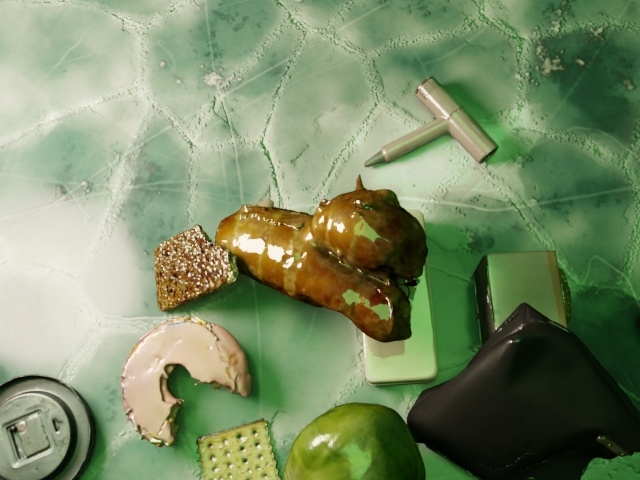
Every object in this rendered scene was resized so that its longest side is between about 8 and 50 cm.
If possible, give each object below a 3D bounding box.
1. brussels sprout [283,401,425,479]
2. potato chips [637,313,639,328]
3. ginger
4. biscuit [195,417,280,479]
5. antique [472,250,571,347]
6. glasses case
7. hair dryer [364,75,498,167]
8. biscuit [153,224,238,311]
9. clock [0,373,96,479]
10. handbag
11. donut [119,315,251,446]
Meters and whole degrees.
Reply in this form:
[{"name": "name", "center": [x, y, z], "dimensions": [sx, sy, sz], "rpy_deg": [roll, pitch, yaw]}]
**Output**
[{"name": "brussels sprout", "center": [0.044, 0.387, 1.228], "dimensions": [0.271, 0.219, 0.210], "rpy_deg": [-46, 68, 23]}, {"name": "potato chips", "center": [0.721, 0.258, 1.305], "dimensions": [0.407, 0.057, 0.080], "rpy_deg": [29, 64, 11]}, {"name": "ginger", "center": [0.000, 0.000, 1.315], "dimensions": [0.418, 0.176, 0.254], "rpy_deg": [18, 92, 33]}, {"name": "biscuit", "center": [-0.133, 0.441, 1.323], "dimensions": [0.139, 0.016, 0.232], "rpy_deg": [-16, 73, -2]}, {"name": "antique", "center": [0.351, 0.109, 1.326], "dimensions": [0.147, 0.147, 0.152], "rpy_deg": [-3, 73, 0]}, {"name": "glasses case", "center": [0.135, 0.102, 1.378], "dimensions": [0.131, 0.070, 0.313], "rpy_deg": [-3, 74, 2]}, {"name": "hair dryer", "center": [0.199, -0.181, 1.466], "dimensions": [0.220, 0.054, 0.195], "rpy_deg": [-39, 76, -7]}, {"name": "biscuit", "center": [-0.230, 0.041, 1.361], "dimensions": [0.237, 0.026, 0.131], "rpy_deg": [-24, 70, 44]}, {"name": "clock", "center": [-0.514, 0.353, 1.356], "dimensions": [0.225, 0.049, 0.226], "rpy_deg": [-1, 74, 2]}, {"name": "handbag", "center": [0.338, 0.284, 1.214], "dimensions": [0.288, 0.342, 0.152], "rpy_deg": [40, 39, 1]}, {"name": "donut", "center": [-0.245, 0.241, 1.352], "dimensions": [0.232, 0.085, 0.199], "rpy_deg": [-31, 75, -5]}]
